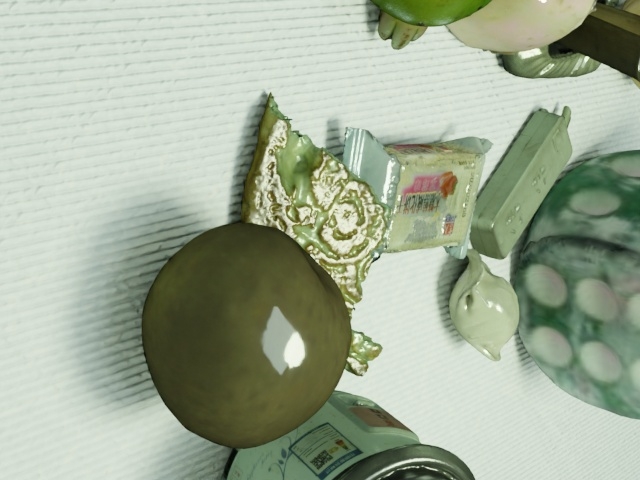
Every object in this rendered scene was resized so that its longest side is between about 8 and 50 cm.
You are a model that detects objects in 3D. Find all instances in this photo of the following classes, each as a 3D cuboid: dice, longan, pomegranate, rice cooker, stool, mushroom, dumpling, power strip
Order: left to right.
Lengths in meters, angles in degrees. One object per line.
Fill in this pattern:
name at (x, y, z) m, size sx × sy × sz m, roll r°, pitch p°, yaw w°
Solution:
longan at (-0.078, 0.095, 1.446) m, size 0.246 × 0.215 × 0.246 m, roll 16°, pitch 90°, yaw -79°
rice cooker at (0.038, 0.327, 1.607) m, size 0.316 × 0.316 × 0.264 m, roll 14°, pitch 101°, yaw -56°
pomegranate at (0.124, -0.328, 1.601) m, size 0.202 × 0.202 × 0.248 m, roll -45°, pitch 168°, yaw -35°
dumpling at (0.239, 0.086, 2.019) m, size 0.169 × 0.100 × 0.134 m, roll 46°, pitch 27°, yaw -29°
mushroom at (0.262, -0.360, 1.779) m, size 0.173 × 0.162 × 0.236 m, roll -1°, pitch 103°, yaw -56°
power strip at (0.312, -0.103, 2.060) m, size 0.288 × 0.053 × 0.093 m, roll -54°, pitch 141°, yaw -24°
stool at (0.430, -0.370, 1.960) m, size 0.310 × 0.226 × 0.310 m, roll -12°, pitch 113°, yaw -51°
dice at (0.524, 0.069, 2.190) m, size 0.348 × 0.328 × 0.330 m, roll -35°, pitch 130°, yaw -42°

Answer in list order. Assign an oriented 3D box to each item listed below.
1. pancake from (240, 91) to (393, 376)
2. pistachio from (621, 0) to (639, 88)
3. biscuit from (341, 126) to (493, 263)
pancake at (-0.004, -0.001, 1.613) m, size 0.197 × 0.054 × 0.376 m, roll -23°, pitch 118°, yaw -22°
pistachio at (0.557, -0.321, 2.239) m, size 0.157 × 0.157 × 0.229 m, roll -60°, pitch 149°, yaw -19°
biscuit at (0.114, -0.051, 1.777) m, size 0.309 × 0.079 × 0.186 m, roll -5°, pitch 108°, yaw -55°
